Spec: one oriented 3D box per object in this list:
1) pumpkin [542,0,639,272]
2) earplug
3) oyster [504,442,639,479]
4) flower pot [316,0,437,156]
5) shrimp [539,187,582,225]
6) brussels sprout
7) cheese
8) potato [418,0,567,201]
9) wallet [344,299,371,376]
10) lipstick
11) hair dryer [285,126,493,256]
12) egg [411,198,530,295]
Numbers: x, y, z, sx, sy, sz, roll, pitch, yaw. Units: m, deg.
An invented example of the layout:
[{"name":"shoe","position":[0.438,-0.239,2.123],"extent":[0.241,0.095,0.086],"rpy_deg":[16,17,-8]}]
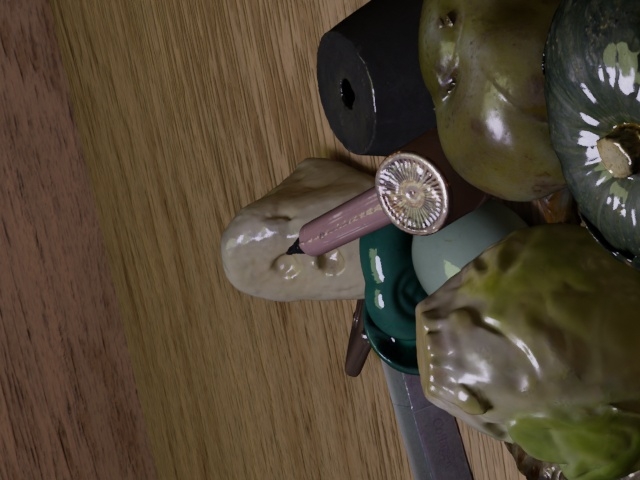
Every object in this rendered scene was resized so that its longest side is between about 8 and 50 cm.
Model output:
[{"name":"pumpkin","position":[0.341,-0.122,1.406],"extent":[0.327,0.257,0.291],"rpy_deg":[64,150,4]},{"name":"earplug","position":[0.121,0.059,2.160],"extent":[0.280,0.164,0.257],"rpy_deg":[92,158,-62]},{"name":"oyster","position":[0.319,0.249,1.960],"extent":[0.294,0.094,0.166],"rpy_deg":[-35,67,60]},{"name":"flower pot","position":[0.098,-0.201,2.001],"extent":[0.269,0.166,0.269],"rpy_deg":[49,151,40]},{"name":"shrimp","position":[0.280,-0.084,1.822],"extent":[0.132,0.052,0.187],"rpy_deg":[10,114,65]},{"name":"brussels sprout","position":[0.257,0.117,1.743],"extent":[0.317,0.273,0.242],"rpy_deg":[19,137,5]},{"name":"cheese","position":[0.001,0.002,2.324],"extent":[0.248,0.251,0.173],"rpy_deg":[15,123,45]},{"name":"potato","position":[0.205,-0.206,1.730],"extent":[0.218,0.203,0.351],"rpy_deg":[83,170,-54]},{"name":"wallet","position":[0.065,0.130,2.426],"extent":[0.152,0.039,0.118],"rpy_deg":[105,178,-61]},{"name":"lipstick","position":[0.162,0.289,2.358],"extent":[0.068,0.066,0.317],"rpy_deg":[0,107,67]},{"name":"hair dryer","position":[0.078,-0.049,1.936],"extent":[0.344,0.189,0.106],"rpy_deg":[-24,95,44]},{"name":"egg","position":[0.195,0.026,1.973],"extent":[0.192,0.149,0.149],"rpy_deg":[41,143,40]}]
